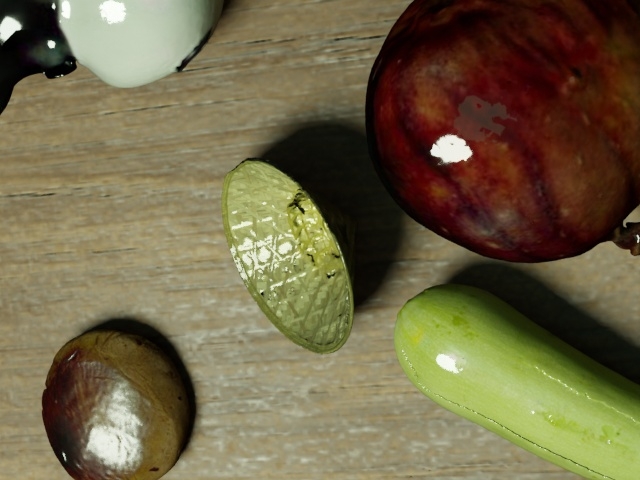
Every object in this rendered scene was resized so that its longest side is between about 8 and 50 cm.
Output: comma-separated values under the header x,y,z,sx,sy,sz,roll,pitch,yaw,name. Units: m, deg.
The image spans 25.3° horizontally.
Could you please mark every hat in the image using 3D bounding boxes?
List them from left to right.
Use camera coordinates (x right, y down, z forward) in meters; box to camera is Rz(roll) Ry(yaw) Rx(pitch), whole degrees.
x,y,z,sx,sy,sz,roll,pitch,yaw,name
0.000,0.000,0.988,0.146,0.067,0.146,37,140,38,hat

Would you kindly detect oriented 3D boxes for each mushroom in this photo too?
x,y,z,sx,sy,sz,roll,pitch,yaw,name
-0.155,0.126,1.053,0.123,0.052,0.123,1,95,14,mushroom

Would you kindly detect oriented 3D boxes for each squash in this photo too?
x,y,z,sx,sy,sz,roll,pitch,yaw,name
0.162,0.105,0.937,0.250,0.083,0.083,26,103,11,squash

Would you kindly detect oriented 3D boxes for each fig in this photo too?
x,y,z,sx,sy,sz,roll,pitch,yaw,name
0.141,-0.056,0.887,0.186,0.203,0.249,7,138,47,fig

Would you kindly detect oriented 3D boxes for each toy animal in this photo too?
x,y,z,sx,sy,sz,roll,pitch,yaw,name
-0.153,-0.167,0.982,0.179,0.138,0.166,-1,116,10,toy animal
